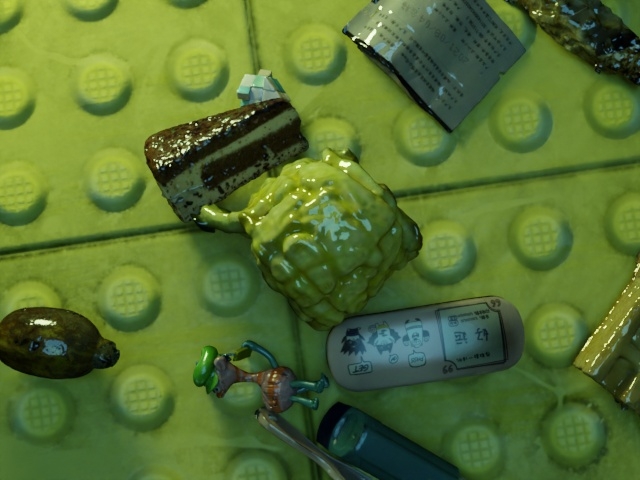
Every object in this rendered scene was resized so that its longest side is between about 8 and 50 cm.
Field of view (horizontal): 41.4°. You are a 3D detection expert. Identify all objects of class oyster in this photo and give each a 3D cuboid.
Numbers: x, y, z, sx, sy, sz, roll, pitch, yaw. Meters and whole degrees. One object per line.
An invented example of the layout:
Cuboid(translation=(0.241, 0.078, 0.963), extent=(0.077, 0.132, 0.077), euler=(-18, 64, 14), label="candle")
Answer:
Cuboid(translation=(0.425, -0.381, 1.393), extent=(0.345, 0.078, 0.128), euler=(45, 78, 5), label="oyster")

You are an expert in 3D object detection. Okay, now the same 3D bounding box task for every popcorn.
Cuboid(translation=(0.007, -0.006, 1.263), extent=(0.293, 0.293, 0.237), euler=(43, 83, 3), label="popcorn")

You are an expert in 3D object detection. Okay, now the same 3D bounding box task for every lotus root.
Cuboid(translation=(-0.412, 0.158, 1.307), extent=(0.209, 0.120, 0.120), euler=(8, 85, 2), label="lotus root")

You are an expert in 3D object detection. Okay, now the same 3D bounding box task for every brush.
Cuboid(translation=(0.015, 0.373, 1.325), extent=(0.313, 0.072, 0.067), euler=(36, 99, 3), label="brush")

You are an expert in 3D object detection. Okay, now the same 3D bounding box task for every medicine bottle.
Cuboid(translation=(0.123, 0.344, 1.313), extent=(0.258, 0.124, 0.079), euler=(32, 78, -10), label="medicine bottle")

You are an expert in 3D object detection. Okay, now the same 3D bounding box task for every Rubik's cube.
Cuboid(translation=(-0.101, -0.235, 1.366), extent=(0.084, 0.075, 0.073), euler=(-32, 89, -2), label="Rubik's cube")

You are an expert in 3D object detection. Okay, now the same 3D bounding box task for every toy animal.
Cuboid(translation=(-0.090, 0.210, 1.327), extent=(0.208, 0.100, 0.103), euler=(10, 63, 9), label="toy animal")

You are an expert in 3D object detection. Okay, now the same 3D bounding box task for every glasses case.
Cuboid(translation=(0.164, 0.163, 1.336), extent=(0.314, 0.075, 0.122), euler=(-8, 88, -1), label="glasses case")

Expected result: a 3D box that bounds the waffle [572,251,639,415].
Cuboid(translation=(0.614, 0.185, 1.341), extent=(0.348, 0.077, 0.304), euler=(37, 85, 2), label="waffle")

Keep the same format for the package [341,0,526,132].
Cuboid(translation=(0.189, -0.332, 1.387), extent=(0.251, 0.062, 0.204), euler=(43, 87, -1), label="package")

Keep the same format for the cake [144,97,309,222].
Cuboid(translation=(-0.159, -0.148, 1.342), extent=(0.246, 0.135, 0.112), euler=(-33, 126, -16), label="cake")
